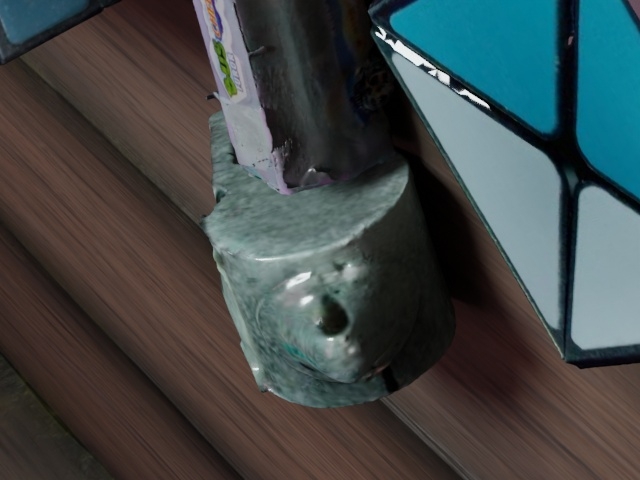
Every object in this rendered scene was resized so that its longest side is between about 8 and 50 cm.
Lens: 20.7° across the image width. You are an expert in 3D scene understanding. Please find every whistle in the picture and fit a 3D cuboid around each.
[{"bbox_3d":[-0.031,0.010,1.604,0.405,0.188,0.168,25,142,52],"label":"whistle"}]

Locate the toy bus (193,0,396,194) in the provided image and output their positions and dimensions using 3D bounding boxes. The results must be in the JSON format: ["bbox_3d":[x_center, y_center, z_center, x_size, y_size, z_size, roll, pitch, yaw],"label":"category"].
[{"bbox_3d":[-0.031,-0.185,1.420,0.112,0.138,0.317,31,144,48],"label":"toy bus"}]

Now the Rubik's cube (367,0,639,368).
[{"bbox_3d":[0.213,-0.097,0.914,0.246,0.250,0.248,59,155,-4],"label":"Rubik's cube"}]

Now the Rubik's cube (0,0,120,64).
[{"bbox_3d":[-0.371,-0.368,1.576,0.362,0.363,0.359,34,145,46],"label":"Rubik's cube"}]
